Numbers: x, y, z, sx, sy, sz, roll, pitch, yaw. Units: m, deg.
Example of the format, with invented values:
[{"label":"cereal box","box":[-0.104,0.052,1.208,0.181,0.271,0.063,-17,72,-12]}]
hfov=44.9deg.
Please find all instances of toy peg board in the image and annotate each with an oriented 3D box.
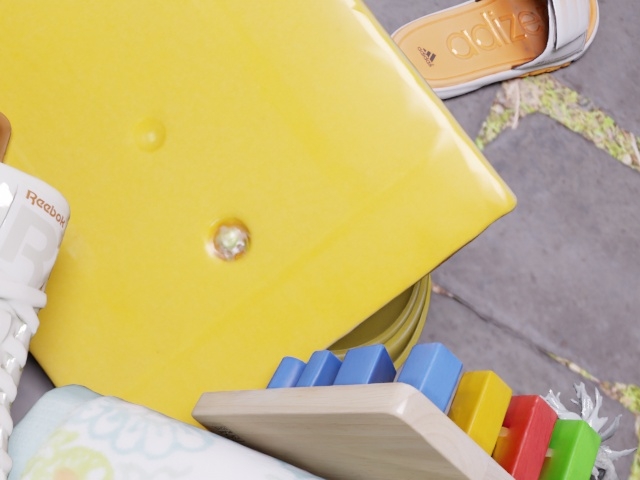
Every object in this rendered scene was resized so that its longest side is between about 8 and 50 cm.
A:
[{"label":"toy peg board","box":[0.047,0.101,0.398,0.160,0.161,0.079,45,56,-23]}]

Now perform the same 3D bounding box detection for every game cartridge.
[{"label":"game cartridge","box":[-0.094,-0.062,0.465,0.285,0.052,0.324,-37,85,9]}]

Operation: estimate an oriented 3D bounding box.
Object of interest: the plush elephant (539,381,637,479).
[{"label":"plush elephant","box":[0.208,0.229,0.426,0.330,0.272,0.255,50,19,19]}]

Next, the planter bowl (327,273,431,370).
[{"label":"planter bowl","box":[0.000,0.000,0.541,0.217,0.090,0.217,8,67,-18]}]

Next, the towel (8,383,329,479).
[{"label":"towel","box":[-0.071,0.277,0.316,0.320,0.090,0.375,16,69,20]}]

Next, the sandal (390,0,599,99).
[{"label":"sandal","box":[0.177,-0.198,0.694,0.265,0.076,0.102,-28,82,-28]}]

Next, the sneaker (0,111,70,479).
[{"label":"sneaker","box":[-0.174,0.032,0.359,0.123,0.106,0.290,-28,57,2]}]
